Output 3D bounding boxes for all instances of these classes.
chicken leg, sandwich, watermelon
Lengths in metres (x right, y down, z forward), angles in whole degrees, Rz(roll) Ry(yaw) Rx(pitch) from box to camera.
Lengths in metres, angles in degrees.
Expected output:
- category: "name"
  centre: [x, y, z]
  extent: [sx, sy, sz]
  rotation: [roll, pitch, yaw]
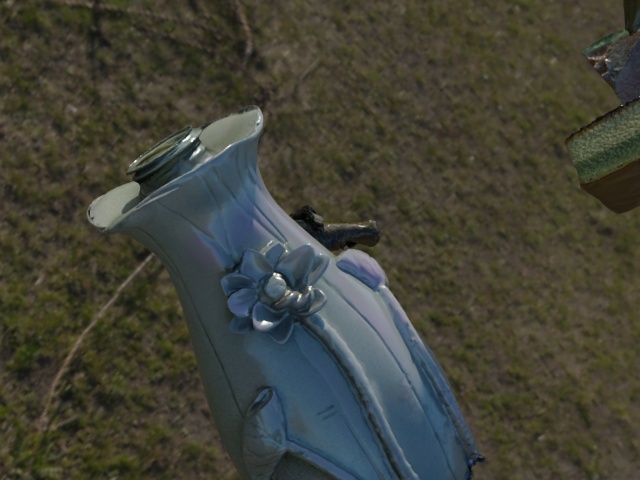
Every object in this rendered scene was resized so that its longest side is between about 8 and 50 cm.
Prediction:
- category: "chicken leg"
  centre: [-0.002, -0.004, 1.661]
  extent: [0.125, 0.196, 0.080]
  rotation: [67, -2, -52]
- category: "sandwich"
  centre: [0.531, -0.145, 1.603]
  extent: [0.186, 0.220, 0.108]
  rotation: [22, 47, -48]
- category: "watermelon"
  centre: [0.667, -0.344, 2.056]
  extent: [0.231, 0.146, 0.128]
  rotation: [41, 21, -14]

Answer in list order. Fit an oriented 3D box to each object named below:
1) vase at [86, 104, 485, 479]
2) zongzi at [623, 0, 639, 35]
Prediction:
- category: "vase"
  centre: [-0.035, 0.093, 0.987]
  extent: [0.445, 0.249, 0.250]
  rotation: [58, 33, -18]
- category: "zongzi"
  centre: [0.407, -0.355, 1.196]
  extent: [0.078, 0.160, 0.176]
  rotation: [19, 77, 11]
